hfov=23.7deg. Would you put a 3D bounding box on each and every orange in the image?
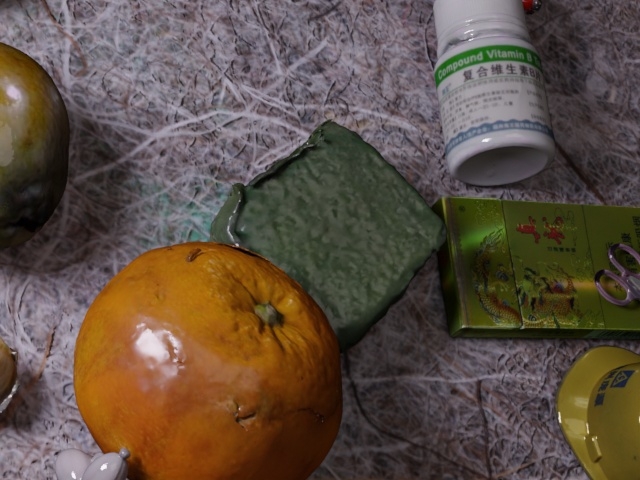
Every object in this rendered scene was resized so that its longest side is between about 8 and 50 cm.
[{"bbox_3d":[-0.111,0.138,1.542,0.284,0.226,0.284,29,36,-23],"label":"orange"}]

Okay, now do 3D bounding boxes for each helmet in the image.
[{"bbox_3d":[0.421,0.223,1.810,0.257,0.140,0.205,45,57,-3],"label":"helmet"}]

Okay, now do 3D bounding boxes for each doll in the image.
[{"bbox_3d":[-0.232,0.268,1.429,0.059,0.161,0.160,32,33,-32],"label":"doll"}]

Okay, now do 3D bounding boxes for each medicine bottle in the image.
[{"bbox_3d":[0.212,-0.198,1.902,0.139,0.139,0.236,5,66,-22],"label":"medicine bottle"}]

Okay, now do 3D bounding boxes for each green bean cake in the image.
[{"bbox_3d":[0.000,0.000,1.725,0.222,0.125,0.227,47,59,-1],"label":"green bean cake"}]

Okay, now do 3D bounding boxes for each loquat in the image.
[{"bbox_3d":[-0.351,-0.097,1.583,0.179,0.179,0.227,7,61,-22],"label":"loquat"}]

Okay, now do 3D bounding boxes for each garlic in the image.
[{"bbox_3d":[-0.369,0.143,1.518,0.152,0.066,0.084,-23,112,-34],"label":"garlic"}]

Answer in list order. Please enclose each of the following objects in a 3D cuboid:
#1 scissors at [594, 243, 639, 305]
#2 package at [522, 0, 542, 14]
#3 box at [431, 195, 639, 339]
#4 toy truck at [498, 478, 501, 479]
[{"bbox_3d":[0.419,0.077,1.888,0.176,0.022,0.085,37,58,-4],"label":"scissors"},{"bbox_3d":[0.176,-0.394,2.017,0.269,0.071,0.194,24,45,-9],"label":"package"},{"bbox_3d":[0.292,0.036,1.886,0.311,0.043,0.173,3,67,-23],"label":"box"},{"bbox_3d":[0.199,0.403,1.562,0.178,0.176,0.363,33,35,-16],"label":"toy truck"}]
